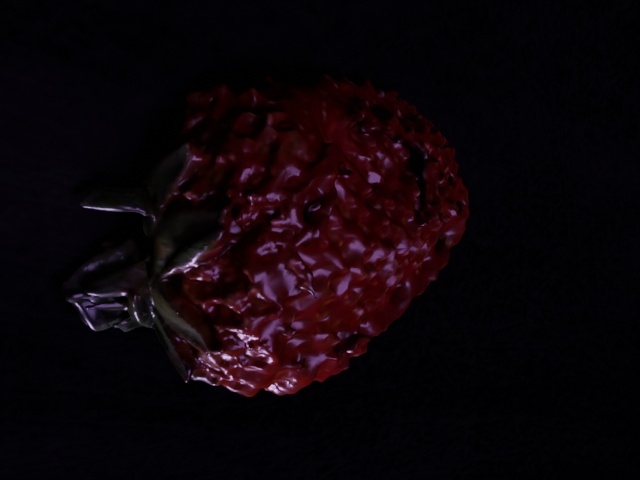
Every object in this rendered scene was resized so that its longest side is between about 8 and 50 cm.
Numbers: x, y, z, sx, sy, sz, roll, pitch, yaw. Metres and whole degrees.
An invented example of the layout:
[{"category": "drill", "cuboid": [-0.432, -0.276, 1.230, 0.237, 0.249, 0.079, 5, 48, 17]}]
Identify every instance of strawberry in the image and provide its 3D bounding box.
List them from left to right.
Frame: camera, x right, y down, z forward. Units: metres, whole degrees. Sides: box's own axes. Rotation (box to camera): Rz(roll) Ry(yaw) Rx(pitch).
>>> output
[{"category": "strawberry", "cuboid": [0.000, 0.000, 0.730, 0.286, 0.106, 0.188, -22, 134, -39]}]
